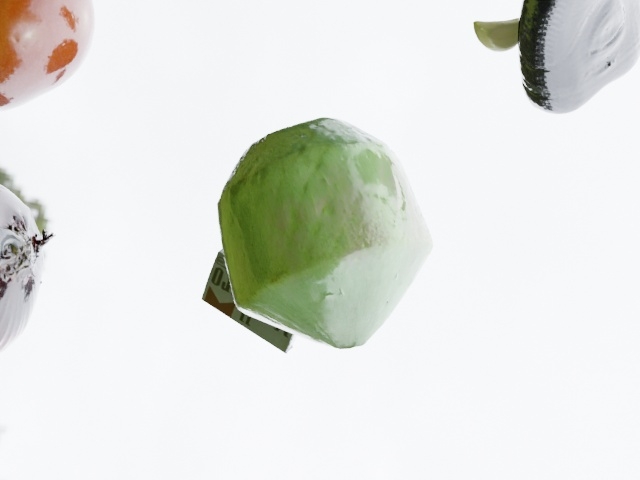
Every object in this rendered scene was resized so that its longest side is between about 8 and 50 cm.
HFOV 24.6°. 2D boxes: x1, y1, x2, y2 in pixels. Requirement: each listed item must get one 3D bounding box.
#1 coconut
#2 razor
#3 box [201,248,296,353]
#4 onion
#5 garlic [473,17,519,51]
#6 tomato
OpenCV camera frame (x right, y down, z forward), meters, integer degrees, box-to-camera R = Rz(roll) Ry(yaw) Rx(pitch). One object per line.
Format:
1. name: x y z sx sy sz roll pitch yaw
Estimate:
1. coconut: 0.000 0.000 2.084 0.328 0.281 0.329 -3 -98 24
2. razor: 0.368 -0.322 2.032 0.113 0.204 0.349 52 -12 25
3. box: -0.107 0.099 2.455 0.036 0.177 0.115 -43 161 -50
4. onion: -0.521 0.039 2.036 0.285 0.273 0.273 -6 -114 18
5. garlic: 0.267 -0.307 2.175 0.041 0.083 0.053 -113 -165 -60
6. tomato: -0.432 -0.294 1.978 0.224 0.255 0.256 64 -19 -16
